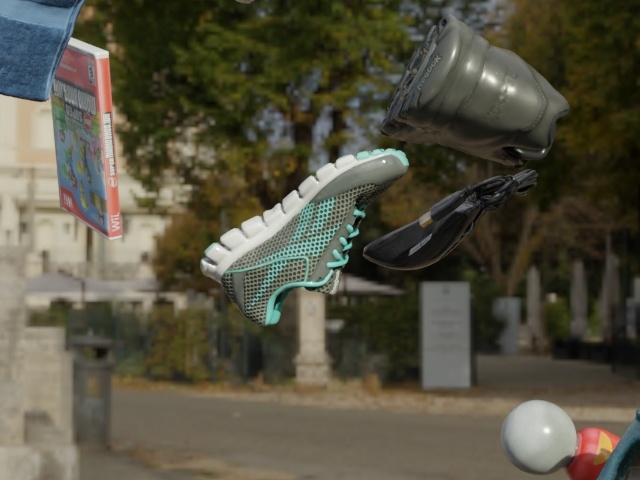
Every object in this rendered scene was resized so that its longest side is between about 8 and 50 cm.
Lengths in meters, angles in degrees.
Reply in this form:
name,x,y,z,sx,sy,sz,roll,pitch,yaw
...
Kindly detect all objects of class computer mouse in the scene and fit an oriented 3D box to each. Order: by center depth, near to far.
name,x,y,z,sx,sy,sz,roll,pitch,yaw
computer mouse,0.156,-0.011,1.608,0.262,0.060,0.184,-27,-7,26

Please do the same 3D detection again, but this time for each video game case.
name,x,y,z,sx,sy,sz,roll,pitch,yaw
video game case,-0.363,-0.162,1.896,0.025,0.285,0.204,-13,23,-30

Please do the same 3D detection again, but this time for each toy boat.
name,x,y,z,sx,sy,sz,roll,pitch,yaw
toy boat,0.239,0.214,0.998,0.148,0.268,0.318,22,7,-6

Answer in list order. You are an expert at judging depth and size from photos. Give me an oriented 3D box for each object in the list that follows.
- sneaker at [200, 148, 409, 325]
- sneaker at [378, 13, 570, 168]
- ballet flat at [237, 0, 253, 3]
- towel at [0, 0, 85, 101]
name,x,y,z,sx,sy,sz,roll,pitch,yaw
sneaker,0.000,0.000,0.866,0.166,0.076,0.065,-35,-11,16
sneaker,0.125,-0.107,1.015,0.130,0.109,0.286,26,8,-3
ballet flat,-0.057,-0.455,1.858,0.482,0.182,0.164,-18,13,-21
towel,-0.193,-0.149,0.821,0.067,0.119,0.029,8,31,-42
